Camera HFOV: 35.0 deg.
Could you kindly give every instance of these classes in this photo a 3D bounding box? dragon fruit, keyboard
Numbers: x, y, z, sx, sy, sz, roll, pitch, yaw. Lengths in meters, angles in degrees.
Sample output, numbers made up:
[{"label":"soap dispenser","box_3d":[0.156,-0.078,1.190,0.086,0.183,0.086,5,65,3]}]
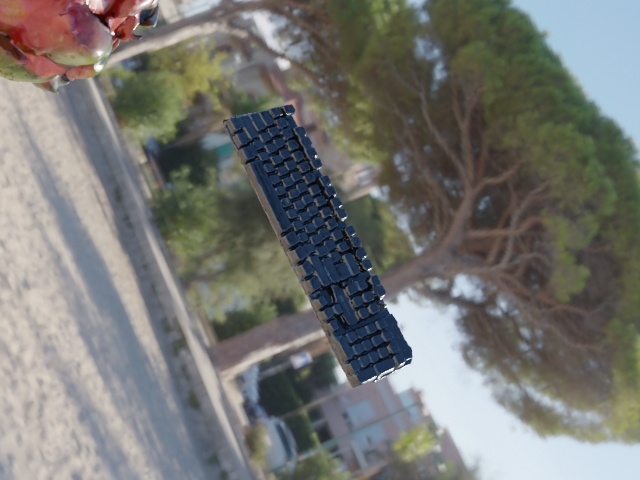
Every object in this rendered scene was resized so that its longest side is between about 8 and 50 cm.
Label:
[{"label":"dragon fruit","box_3d":[-0.229,-0.253,0.767,0.237,0.231,0.302,20,-23,20]},{"label":"keyboard","box_3d":[0.000,0.000,0.662,0.018,0.060,0.195,-35,-102,45]}]
